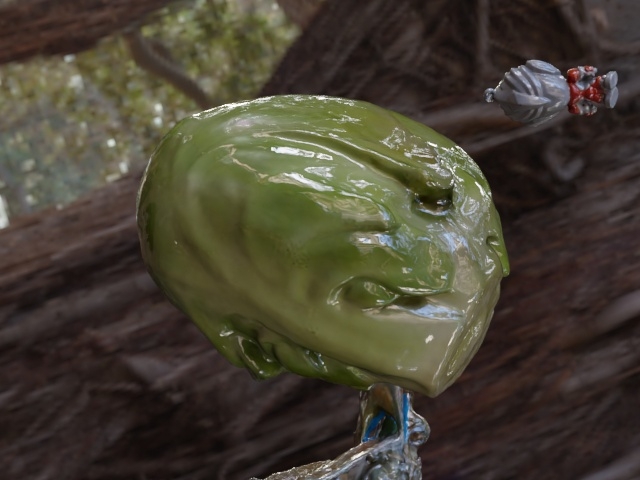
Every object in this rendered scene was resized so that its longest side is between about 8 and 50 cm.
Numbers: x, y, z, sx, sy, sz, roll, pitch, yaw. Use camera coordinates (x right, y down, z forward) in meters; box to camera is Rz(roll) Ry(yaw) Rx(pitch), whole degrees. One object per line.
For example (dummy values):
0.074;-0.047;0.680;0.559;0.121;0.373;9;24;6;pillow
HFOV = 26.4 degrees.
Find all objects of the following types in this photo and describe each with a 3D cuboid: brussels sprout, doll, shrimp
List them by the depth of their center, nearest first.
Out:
0.000;0.000;1.158;0.328;0.328;0.247;49;-48;47;brussels sprout
0.002;0.297;1.385;0.221;0.446;0.110;36;-46;-6;shrimp
0.308;-0.197;1.822;0.079;0.180;0.094;-85;172;-63;doll
